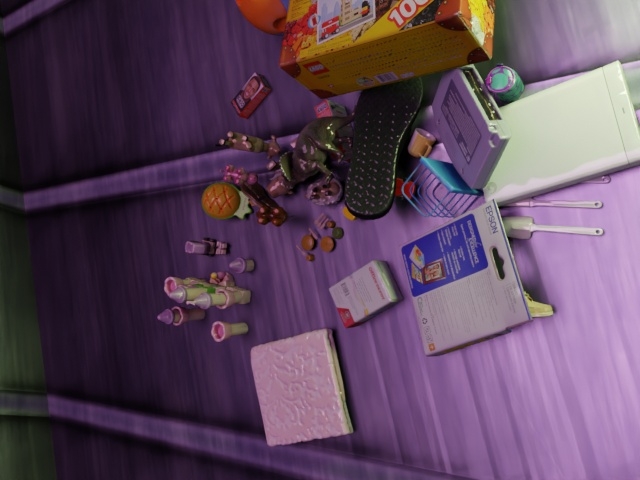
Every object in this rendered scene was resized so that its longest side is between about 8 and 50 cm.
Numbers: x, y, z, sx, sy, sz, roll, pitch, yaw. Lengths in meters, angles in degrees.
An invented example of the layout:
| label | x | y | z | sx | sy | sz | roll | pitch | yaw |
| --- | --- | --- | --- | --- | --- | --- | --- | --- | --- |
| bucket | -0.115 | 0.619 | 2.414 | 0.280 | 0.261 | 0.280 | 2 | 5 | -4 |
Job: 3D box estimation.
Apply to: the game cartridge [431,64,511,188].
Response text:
| label | x | y | z | sx | sy | sz | roll | pitch | yaw |
| --- | --- | --- | --- | --- | --- | --- | --- | --- | --- |
| game cartridge | 0.354 | -0.281 | 1.409 | 0.198 | 0.062 | 0.297 | 94 | 164 | -55 |

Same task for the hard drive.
| label | x | y | z | sx | sy | sz | roll | pitch | yaw |
| --- | --- | --- | --- | --- | --- | --- | --- | --- | --- |
| hard drive | 0.535 | -0.235 | 1.354 | 0.353 | 0.047 | 0.233 | -18 | 73 | 36 |

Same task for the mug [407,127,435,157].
| label | x | y | z | sx | sy | sz | roll | pitch | yaw |
| --- | --- | --- | --- | --- | --- | --- | --- | --- | --- |
| mug | 0.264 | -0.254 | 1.557 | 0.062 | 0.078 | 0.064 | 30 | 119 | 0 |

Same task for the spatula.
| label | x | y | z | sx | sy | sz | roll | pitch | yaw |
| --- | --- | --- | --- | --- | --- | --- | --- | --- | --- |
| spatula | 0.542 | -0.083 | 1.372 | 0.242 | 0.019 | 0.168 | 6 | 86 | 36 |

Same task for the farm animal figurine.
| label | x | y | z | sx | sy | sz | roll | pitch | yaw |
| --- | --- | --- | --- | --- | --- | --- | --- | --- | --- |
| farm animal figurine | -0.123 | -0.218 | 1.789 | 0.327 | 0.172 | 0.330 | -23 | 88 | 16 |

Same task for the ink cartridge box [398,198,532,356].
| label | x | y | z | sx | sy | sz | roll | pitch | yaw |
| --- | --- | --- | --- | --- | --- | --- | --- | --- | --- |
| ink cartridge box | 0.354 | 0.099 | 1.434 | 0.307 | 0.072 | 0.303 | -28 | 62 | 39 |

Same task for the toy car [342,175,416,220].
| label | x | y | z | sx | sy | sz | roll | pitch | yaw |
| --- | --- | --- | --- | --- | --- | --- | --- | --- | --- |
| toy car | 0.153 | -0.188 | 1.648 | 0.239 | 0.053 | 0.225 | -20 | 76 | 34 |

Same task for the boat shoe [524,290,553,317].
| label | x | y | z | sx | sy | sz | roll | pitch | yaw |
| --- | --- | --- | --- | --- | --- | --- | --- | --- | --- |
| boat shoe | 0.466 | 0.145 | 1.389 | 0.170 | 0.063 | 0.059 | 5 | 97 | 38 |

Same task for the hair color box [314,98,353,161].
| label | x | y | z | sx | sy | sz | roll | pitch | yaw |
| --- | --- | --- | --- | --- | --- | --- | --- | --- | --- |
| hair color box | 0.050 | -0.320 | 1.706 | 0.053 | 0.093 | 0.167 | -26 | 72 | 33 |

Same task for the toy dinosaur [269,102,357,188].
| label | x | y | z | sx | sy | sz | roll | pitch | yaw |
| --- | --- | --- | --- | --- | --- | --- | --- | --- | --- |
| toy dinosaur | -0.009 | -0.255 | 1.601 | 0.160 | 0.121 | 0.313 | 34 | 106 | 4 |

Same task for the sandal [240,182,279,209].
| label | x | y | z | sx | sy | sz | roll | pitch | yaw |
| --- | --- | --- | --- | --- | --- | --- | --- | --- | --- |
| sandal | -0.204 | -0.131 | 1.916 | 0.180 | 0.072 | 0.049 | 45 | 135 | 25 |

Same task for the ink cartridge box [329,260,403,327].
| label | x | y | z | sx | sy | sz | roll | pitch | yaw |
| --- | --- | --- | --- | --- | --- | --- | --- | --- | --- |
| ink cartridge box | 0.127 | 0.151 | 1.639 | 0.175 | 0.072 | 0.127 | -35 | 68 | 31 |

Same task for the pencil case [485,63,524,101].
| label | x | y | z | sx | sy | sz | roll | pitch | yaw |
| --- | --- | --- | --- | --- | --- | --- | --- | --- | --- |
| pencil case | 0.435 | -0.369 | 1.378 | 0.070 | 0.152 | 0.064 | 16 | 100 | 25 |

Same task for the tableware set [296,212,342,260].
| label | x | y | z | sx | sy | sz | roll | pitch | yaw |
| --- | --- | --- | --- | --- | --- | --- | --- | --- | --- |
| tableware set | 0.000 | 0.000 | 1.777 | 0.104 | 0.024 | 0.154 | 50 | 115 | 24 |

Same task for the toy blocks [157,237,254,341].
| label | x | y | z | sx | sy | sz | roll | pitch | yaw |
| --- | --- | --- | --- | --- | --- | --- | --- | --- | --- |
| toy blocks | -0.407 | 0.156 | 1.929 | 0.288 | 0.260 | 0.309 | 11 | 95 | 38 |

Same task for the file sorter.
| label | x | y | z | sx | sy | sz | roll | pitch | yaw |
| --- | --- | --- | --- | --- | --- | --- | --- | --- | --- |
| file sorter | 0.302 | -0.125 | 1.461 | 0.118 | 0.170 | 0.104 | 52 | 121 | 26 |

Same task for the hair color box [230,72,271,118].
| label | x | y | z | sx | sy | sz | roll | pitch | yaw |
| --- | --- | --- | --- | --- | --- | --- | --- | --- | --- |
| hair color box | -0.234 | -0.485 | 1.960 | 0.141 | 0.043 | 0.072 | -43 | 63 | 27 |

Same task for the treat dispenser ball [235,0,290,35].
| label | x | y | z | sx | sy | sz | roll | pitch | yaw |
| --- | --- | --- | --- | --- | --- | --- | --- | --- | --- |
| treat dispenser ball | -0.118 | -0.759 | 1.730 | 0.288 | 0.288 | 0.288 | -2 | 87 | 37 |

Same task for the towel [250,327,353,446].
| label | x | y | z | sx | sy | sz | roll | pitch | yaw |
| --- | --- | --- | --- | --- | --- | --- | --- | --- | --- |
| towel | -0.065 | 0.451 | 1.786 | 0.332 | 0.053 | 0.317 | -21 | 76 | 35 |

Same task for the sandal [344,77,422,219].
| label | x | y | z | sx | sy | sz | roll | pitch | yaw |
| --- | --- | --- | --- | --- | --- | --- | --- | --- | --- |
| sandal | 0.160 | -0.263 | 1.573 | 0.167 | 0.107 | 0.445 | 14 | 77 | 13 |

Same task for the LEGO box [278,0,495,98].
| label | x | y | z | sx | sy | sz | roll | pitch | yaw |
| --- | --- | --- | --- | --- | --- | --- | --- | --- | --- |
| LEGO box | 0.167 | -0.600 | 1.444 | 0.500 | 0.193 | 0.372 | -3 | 72 | 37 |

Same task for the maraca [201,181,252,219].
| label | x | y | z | sx | sy | sz | roll | pitch | yaw |
| --- | --- | --- | --- | --- | --- | --- | --- | --- | --- |
| maraca | -0.316 | -0.132 | 1.978 | 0.186 | 0.099 | 0.127 | 9 | 90 | 12 |
